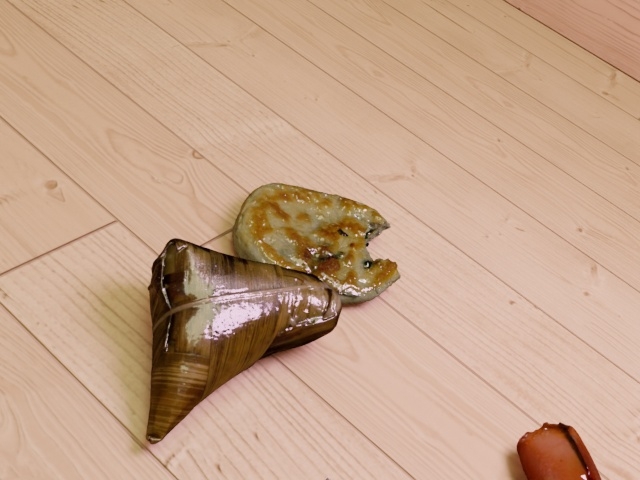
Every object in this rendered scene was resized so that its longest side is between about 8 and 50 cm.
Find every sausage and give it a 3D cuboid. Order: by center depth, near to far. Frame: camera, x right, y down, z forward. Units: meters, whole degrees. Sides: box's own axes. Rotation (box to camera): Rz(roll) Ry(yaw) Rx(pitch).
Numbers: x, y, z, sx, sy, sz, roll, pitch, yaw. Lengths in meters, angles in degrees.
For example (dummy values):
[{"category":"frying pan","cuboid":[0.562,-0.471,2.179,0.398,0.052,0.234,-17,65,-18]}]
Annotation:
[{"category":"sausage","cuboid":[0.362,0.399,1.053,0.102,0.102,0.330,5,42,-20]}]

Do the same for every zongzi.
[{"category":"zongzi","cuboid":[-0.110,0.157,1.094,0.286,0.134,0.288,12,54,-20]}]

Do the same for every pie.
[{"category":"pie","cuboid":[-0.008,-0.002,1.352,0.302,0.067,0.302,13,42,-12]}]

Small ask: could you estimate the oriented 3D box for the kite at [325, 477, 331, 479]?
[{"category":"kite","cuboid":[0.053,0.391,0.983,0.160,0.010,0.183,24,40,3]}]
